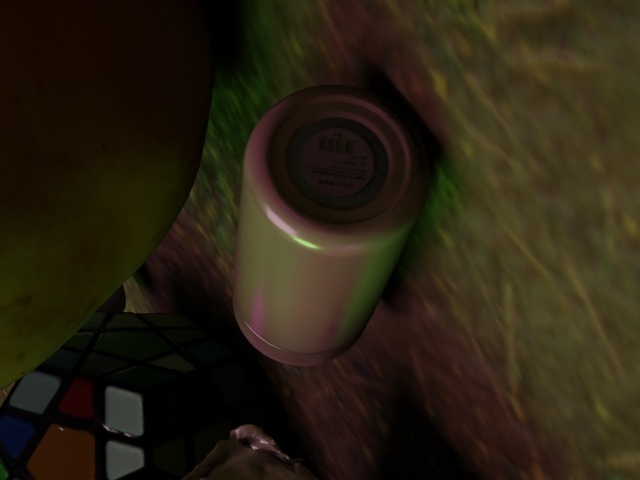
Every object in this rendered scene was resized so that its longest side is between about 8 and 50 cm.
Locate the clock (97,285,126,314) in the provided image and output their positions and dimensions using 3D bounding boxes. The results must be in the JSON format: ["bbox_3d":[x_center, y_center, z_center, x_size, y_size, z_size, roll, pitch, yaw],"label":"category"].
[{"bbox_3d":[-0.119,-0.024,0.686,0.087,0.041,0.129,16,128,57],"label":"clock"}]

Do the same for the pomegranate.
[{"bbox_3d":[-0.137,-0.042,0.464,0.209,0.209,0.209,49,157,28],"label":"pomegranate"}]

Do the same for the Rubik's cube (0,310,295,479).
[{"bbox_3d":[-0.076,0.090,0.636,0.133,0.112,0.133,51,162,24],"label":"Rubik's cube"}]

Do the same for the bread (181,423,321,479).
[{"bbox_3d":[0.022,0.205,0.516,0.239,0.111,0.246,36,149,17],"label":"bread"}]

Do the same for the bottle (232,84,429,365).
[{"bbox_3d":[0.000,0.000,0.431,0.045,0.045,0.096,54,162,16],"label":"bottle"}]
